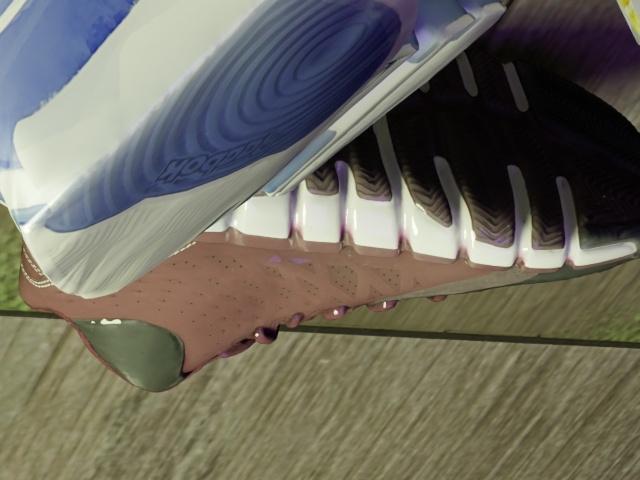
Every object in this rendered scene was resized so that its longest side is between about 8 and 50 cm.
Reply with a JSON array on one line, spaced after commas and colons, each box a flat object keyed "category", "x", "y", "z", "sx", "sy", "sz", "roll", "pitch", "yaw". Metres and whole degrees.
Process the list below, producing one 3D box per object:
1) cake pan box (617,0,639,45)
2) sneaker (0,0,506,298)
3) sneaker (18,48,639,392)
[{"category": "cake pan box", "x": 0.210, "y": -0.153, "z": 0.598, "sx": 0.266, "sy": 0.070, "sz": 0.246, "roll": -27, "pitch": -179, "yaw": 4}, {"category": "sneaker", "x": -0.058, "y": -0.099, "z": 0.590, "sx": 0.127, "sy": 0.182, "sz": 0.315, "roll": -42, "pitch": 177, "yaw": 14}, {"category": "sneaker", "x": 0.000, "y": 0.000, "z": 0.854, "sx": 0.281, "sy": 0.106, "sz": 0.162, "roll": 5, "pitch": 142, "yaw": -16}]
